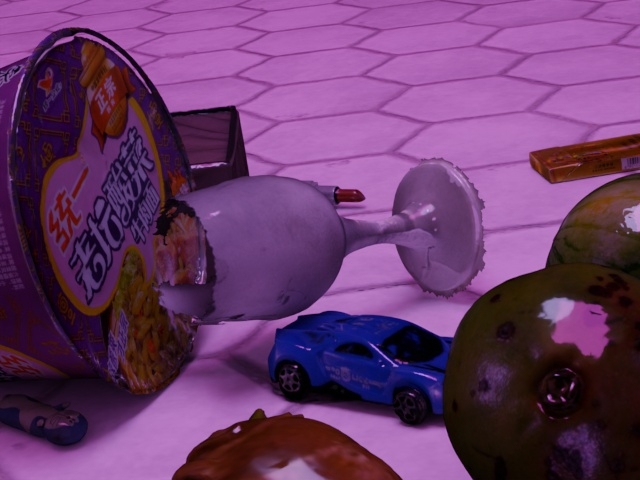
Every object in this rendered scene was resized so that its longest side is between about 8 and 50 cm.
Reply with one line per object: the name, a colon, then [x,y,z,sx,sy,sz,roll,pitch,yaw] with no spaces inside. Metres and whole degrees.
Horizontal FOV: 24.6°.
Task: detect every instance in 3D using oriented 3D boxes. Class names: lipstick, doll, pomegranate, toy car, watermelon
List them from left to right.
doll: [-0.246,0.152,1.272,0.125,0.027,0.037,11,33,43]
lipstick: [-0.004,-0.056,1.800,0.129,0.030,0.030,2,20,24]
toy car: [0.052,0.101,1.262,0.216,0.063,0.103,7,22,35]
pomegranate: [0.186,0.116,1.021,0.202,0.202,0.248,0,-8,20]
watermelon: [0.287,0.041,1.182,0.214,0.188,0.188,25,27,11]

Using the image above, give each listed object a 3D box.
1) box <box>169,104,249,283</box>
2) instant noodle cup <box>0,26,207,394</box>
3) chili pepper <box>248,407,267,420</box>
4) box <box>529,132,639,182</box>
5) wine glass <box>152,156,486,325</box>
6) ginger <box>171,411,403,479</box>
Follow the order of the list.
box: [-0.168,-0.046,1.642,0.188,0.153,0.252,-6,20,4]
instant noodle cup: [-0.294,-0.002,1.353,0.266,0.340,0.340,-12,16,21]
chili pepper: [-0.068,0.189,1.065,0.050,0.052,0.201,29,25,9]
box: [0.347,-0.104,1.833,0.156,0.022,0.089,-9,18,-6]
wine glass: [0.000,0.000,1.372,0.321,0.143,0.143,-5,14,-36]
ginger: [0.005,0.226,0.784,0.274,0.152,0.357,20,22,12]
